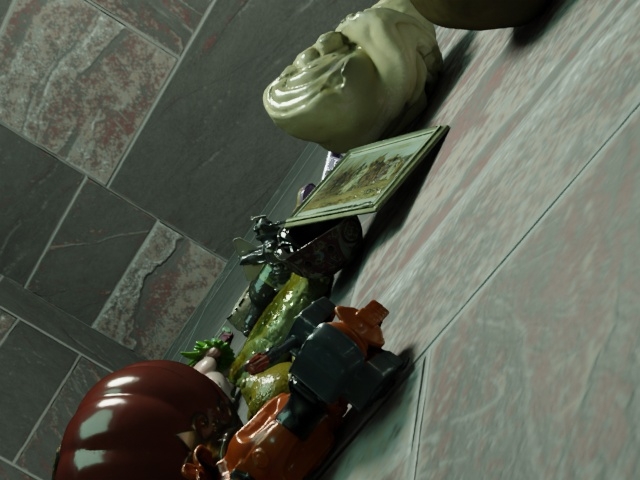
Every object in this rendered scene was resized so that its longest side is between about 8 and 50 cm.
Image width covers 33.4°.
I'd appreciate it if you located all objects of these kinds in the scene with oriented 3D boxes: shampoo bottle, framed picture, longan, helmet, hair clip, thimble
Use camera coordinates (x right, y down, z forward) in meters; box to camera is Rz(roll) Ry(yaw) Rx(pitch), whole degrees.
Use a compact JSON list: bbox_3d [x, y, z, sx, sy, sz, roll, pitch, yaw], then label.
[{"bbox_3d":[-0.074,0.072,2.105,0.284,0.101,0.101,-58,8,3],"label":"shampoo bottle"},{"bbox_3d":[0.070,-0.106,1.769,0.217,0.017,0.274,-49,21,-29],"label":"framed picture"},{"bbox_3d":[0.238,-0.450,1.602,0.288,0.288,0.350,-55,17,23],"label":"longan"},{"bbox_3d":[0.009,0.009,1.806,0.153,0.107,0.177,-31,21,14],"label":"helmet"},{"bbox_3d":[0.010,-0.094,2.295,0.278,0.090,0.137,-57,-27,-13],"label":"hair clip"},{"bbox_3d":[-0.132,0.145,2.229,0.115,0.090,0.102,-54,9,20],"label":"thimble"}]

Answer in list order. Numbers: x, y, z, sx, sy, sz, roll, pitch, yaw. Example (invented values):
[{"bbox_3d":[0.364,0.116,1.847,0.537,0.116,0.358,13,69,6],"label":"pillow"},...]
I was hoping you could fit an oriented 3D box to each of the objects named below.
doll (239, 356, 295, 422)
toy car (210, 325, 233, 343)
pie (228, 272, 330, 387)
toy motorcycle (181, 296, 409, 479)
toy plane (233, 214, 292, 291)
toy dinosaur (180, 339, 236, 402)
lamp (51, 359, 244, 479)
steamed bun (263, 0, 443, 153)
[{"bbox_3d":[-0.083,0.242,1.549,0.209,0.097,0.137,123,169,-51],"label":"doll"},{"bbox_3d":[-0.262,0.267,2.699,0.069,0.055,0.142,-47,1,19],"label":"toy car"},{"bbox_3d":[-0.073,0.144,1.916,0.277,0.078,0.277,-55,9,13],"label":"pie"},{"bbox_3d":[-0.034,0.211,1.208,0.221,0.148,0.325,-28,-28,-57],"label":"toy motorcycle"},{"bbox_3d":[-0.061,0.018,2.006,0.234,0.160,0.082,-10,21,20],"label":"toy plane"},{"bbox_3d":[-0.212,0.304,2.064,0.194,0.152,0.177,-2,44,29],"label":"toy dinosaur"},{"bbox_3d":[-0.211,0.306,1.384,0.257,0.303,0.303,-8,32,21],"label":"lamp"},{"bbox_3d":[0.091,-0.294,2.029,0.339,0.247,0.352,-36,-1,22],"label":"steamed bun"}]
